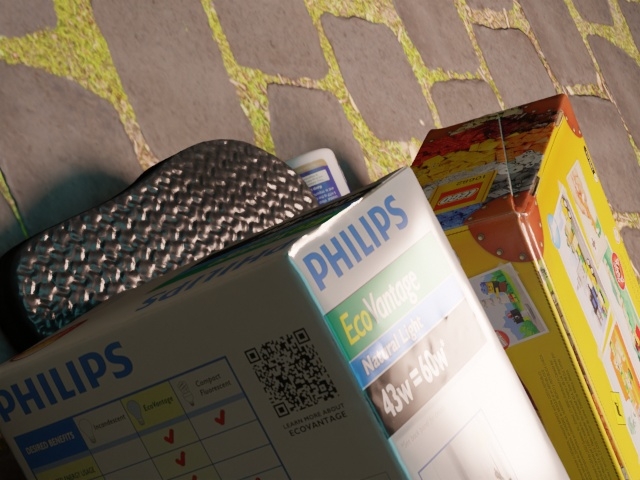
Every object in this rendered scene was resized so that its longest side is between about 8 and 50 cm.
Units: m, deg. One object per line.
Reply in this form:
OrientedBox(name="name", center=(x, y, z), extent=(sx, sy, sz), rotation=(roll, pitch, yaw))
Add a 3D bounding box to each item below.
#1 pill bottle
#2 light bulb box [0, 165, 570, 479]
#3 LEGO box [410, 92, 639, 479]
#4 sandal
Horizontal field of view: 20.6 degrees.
OrientedBox(name="pill bottle", center=(0.000, 0.000, 2.005), extent=(0.112, 0.112, 0.186), rotation=(-13, 78, -61))
OrientedBox(name="light bulb box", center=(-0.027, 0.183, 1.468), extent=(0.361, 0.358, 0.225), rotation=(63, 33, -6))
OrientedBox(name="LEGO box", center=(0.270, 0.127, 2.143), extent=(0.500, 0.193, 0.372), rotation=(66, 24, -18))
OrientedBox(name="sandal", center=(-0.167, 0.010, 1.759), extent=(0.446, 0.107, 0.167), rotation=(-22, 86, -49))
